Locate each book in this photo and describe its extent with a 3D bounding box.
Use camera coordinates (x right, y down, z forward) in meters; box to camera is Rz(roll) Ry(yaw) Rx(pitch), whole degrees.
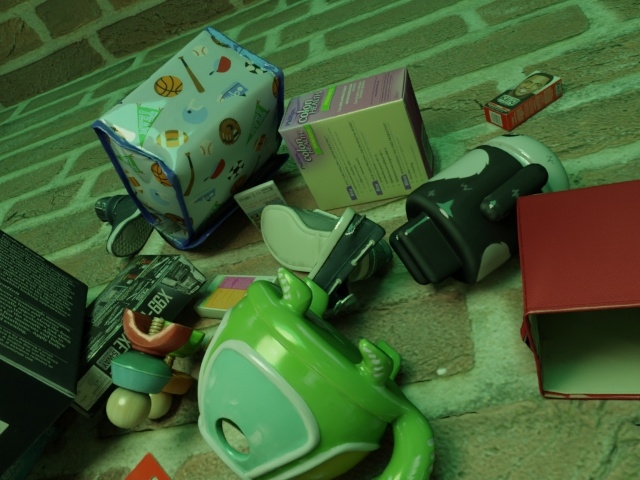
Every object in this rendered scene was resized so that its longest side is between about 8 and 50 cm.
[{"bbox_3d":[-0.157,0.106,0.996,0.144,0.035,0.096,0,44,30],"label":"book"}]

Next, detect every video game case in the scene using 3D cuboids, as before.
[{"bbox_3d":[-0.112,-0.067,1.081,0.087,0.122,0.011,-20,49,11],"label":"video game case"}]

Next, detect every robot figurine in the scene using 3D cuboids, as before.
[{"bbox_3d":[0.243,-0.048,0.806,0.278,0.173,0.209,-34,37,-8],"label":"robot figurine"}]

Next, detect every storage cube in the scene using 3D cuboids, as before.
[{"bbox_3d":[0.351,0.060,0.629,0.215,0.183,0.193,-9,42,24],"label":"storage cube"}]

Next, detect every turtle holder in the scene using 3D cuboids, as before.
[{"bbox_3d":[-0.008,0.207,0.679,0.227,0.320,0.243,-50,7,-1],"label":"turtle holder"}]

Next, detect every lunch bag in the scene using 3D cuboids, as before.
[{"bbox_3d":[-0.238,-0.175,1.108,0.239,0.385,0.328,36,66,11],"label":"lunch bag"}]

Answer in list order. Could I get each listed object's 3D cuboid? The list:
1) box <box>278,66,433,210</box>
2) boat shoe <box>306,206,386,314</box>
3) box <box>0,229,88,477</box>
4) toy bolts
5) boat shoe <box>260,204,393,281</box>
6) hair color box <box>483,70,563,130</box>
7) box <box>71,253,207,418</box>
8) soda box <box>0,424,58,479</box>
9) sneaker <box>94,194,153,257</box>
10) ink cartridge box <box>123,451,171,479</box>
[{"bbox_3d":[0.079,-0.191,1.029,0.243,0.213,0.117,-10,43,22],"label":"box"},{"bbox_3d":[0.018,0.068,0.829,0.079,0.254,0.095,30,20,4],"label":"boat shoe"},{"bbox_3d":[-0.570,0.199,0.853,0.293,0.212,0.395,-47,28,0],"label":"box"},{"bbox_3d":[-0.220,0.214,0.804,0.218,0.228,0.158,13,76,16],"label":"toy bolts"},{"bbox_3d":[0.000,0.000,0.987,0.099,0.116,0.319,-10,20,-38],"label":"boat shoe"},{"bbox_3d":[0.414,-0.287,1.069,0.141,0.043,0.072,-34,39,-7],"label":"hair color box"},{"bbox_3d":[-0.387,0.160,0.991,0.242,0.076,0.307,-3,44,51],"label":"box"},{"bbox_3d":[-0.553,0.395,0.887,0.067,0.071,0.210,1,48,31],"label":"soda box"},{"bbox_3d":[-0.506,-0.039,1.298,0.164,0.086,0.226,1,37,17],"label":"sneaker"},{"bbox_3d":[-0.292,0.407,0.745,0.145,0.045,0.179,24,65,43],"label":"ink cartridge box"}]
